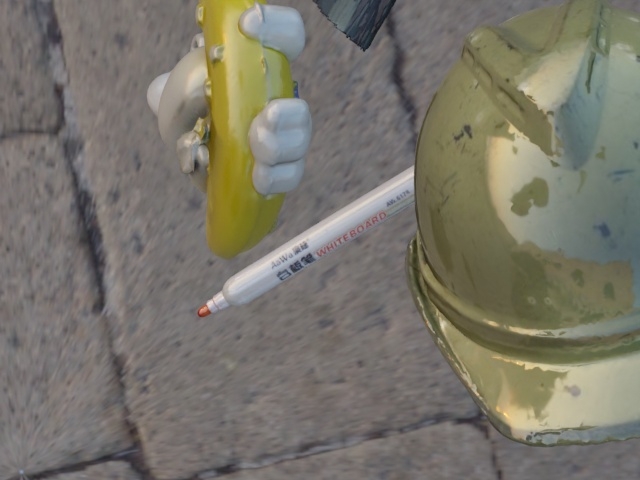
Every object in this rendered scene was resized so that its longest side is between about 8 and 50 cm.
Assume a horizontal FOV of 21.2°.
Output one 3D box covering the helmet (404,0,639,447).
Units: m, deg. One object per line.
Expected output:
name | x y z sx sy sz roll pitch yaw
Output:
helmet | 0.125 -0.040 0.837 0.204 0.257 0.137 -20 126 6

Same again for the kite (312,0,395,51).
kite | 0.016 -0.130 0.318 0.015 0.310 0.169 33 96 13

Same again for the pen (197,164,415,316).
pen | 0.000 0.000 1.246 0.218 0.026 0.026 -31 88 13

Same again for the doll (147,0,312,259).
doll | -0.078 -0.114 1.482 0.111 0.252 0.237 -7 61 -23
